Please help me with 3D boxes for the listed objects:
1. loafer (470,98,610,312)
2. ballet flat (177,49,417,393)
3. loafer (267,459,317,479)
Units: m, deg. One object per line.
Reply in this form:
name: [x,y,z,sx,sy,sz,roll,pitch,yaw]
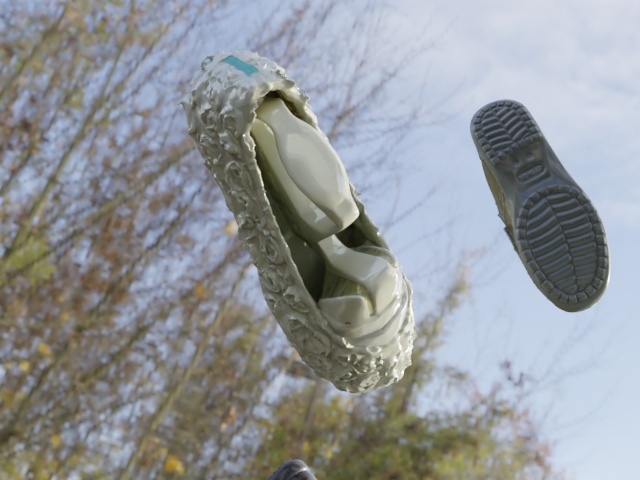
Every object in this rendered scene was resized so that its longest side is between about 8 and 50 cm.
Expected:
loafer: [0.240,-0.035,1.310,0.094,0.251,0.087,-21,-22,4]
ballet flat: [0.000,0.000,1.179,0.147,0.147,0.409,-7,-57,42]
loafer: [-0.068,0.325,1.241,0.078,0.220,0.080,33,-21,24]
